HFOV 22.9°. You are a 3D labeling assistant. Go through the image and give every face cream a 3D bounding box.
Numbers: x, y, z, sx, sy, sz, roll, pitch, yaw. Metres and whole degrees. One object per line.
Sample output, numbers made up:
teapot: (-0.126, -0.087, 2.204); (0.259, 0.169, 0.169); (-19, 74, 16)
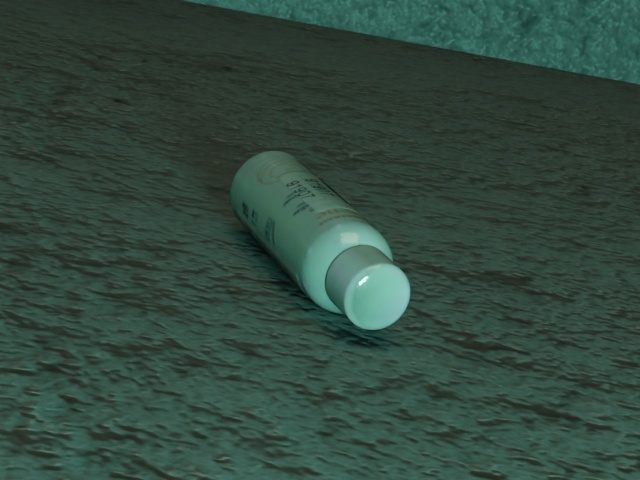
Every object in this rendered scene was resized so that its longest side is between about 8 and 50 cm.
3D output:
face cream: (0.000, 0.000, 1.333); (0.082, 0.082, 0.269); (4, 18, -25)
